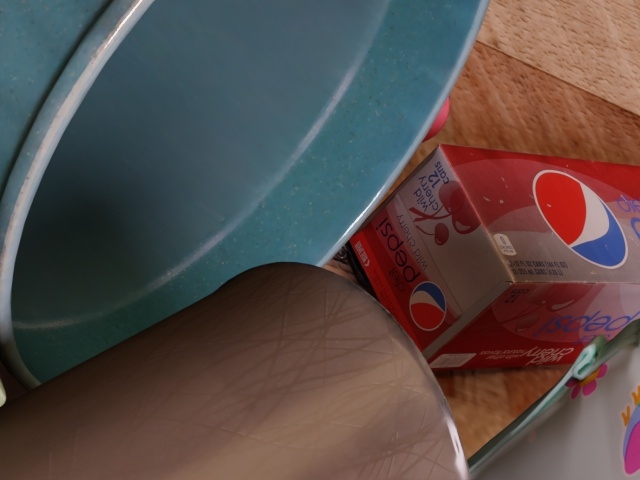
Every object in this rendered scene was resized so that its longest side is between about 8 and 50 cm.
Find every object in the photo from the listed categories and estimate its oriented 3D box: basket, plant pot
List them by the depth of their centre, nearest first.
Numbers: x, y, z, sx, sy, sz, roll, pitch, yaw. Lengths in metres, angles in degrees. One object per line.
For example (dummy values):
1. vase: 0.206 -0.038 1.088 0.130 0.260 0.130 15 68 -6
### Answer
1. basket: -0.087 0.126 0.461 0.227 0.204 0.154 -20 51 -41
2. plant pot: -0.106 -0.116 0.627 0.255 0.271 0.272 40 34 22

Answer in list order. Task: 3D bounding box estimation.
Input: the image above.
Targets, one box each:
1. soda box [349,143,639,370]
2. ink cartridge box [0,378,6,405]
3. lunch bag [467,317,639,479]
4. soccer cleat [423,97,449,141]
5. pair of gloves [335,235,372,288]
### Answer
1. soda box: 0.146 0.012 0.844 0.263 0.083 0.092 3 51 -44
2. ink cartridge box: -0.232 0.017 0.437 0.235 0.056 0.171 -24 62 -7
3. lunch bag: 0.131 0.182 0.552 0.160 0.223 0.262 -4 54 -51
4. soccer cleat: -0.031 -0.139 0.856 0.248 0.083 0.095 27 34 -14
5. pair of gloves: 0.000 0.000 0.795 0.083 0.010 0.074 -1 55 -45
